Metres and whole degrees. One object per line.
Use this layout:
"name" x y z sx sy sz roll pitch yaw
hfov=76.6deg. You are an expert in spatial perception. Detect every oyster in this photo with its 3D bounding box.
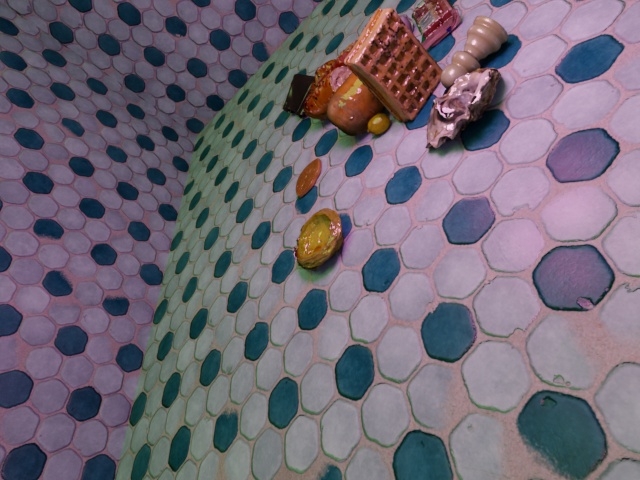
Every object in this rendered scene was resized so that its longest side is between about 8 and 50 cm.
"oyster" 0.498 -0.470 1.413 0.351 0.115 0.238 -51 26 1

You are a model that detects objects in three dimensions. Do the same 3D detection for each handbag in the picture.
"handbag" -0.108 -0.873 2.452 0.285 0.114 0.256 38 100 48

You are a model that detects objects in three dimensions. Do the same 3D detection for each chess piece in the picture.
"chess piece" 0.548 -0.669 1.495 0.251 0.145 0.144 -54 34 16

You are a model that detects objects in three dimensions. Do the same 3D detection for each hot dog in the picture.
"hot dog" 0.056 -0.803 2.104 0.366 0.196 0.366 -24 40 57

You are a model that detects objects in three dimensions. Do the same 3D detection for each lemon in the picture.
"lemon" 0.250 -0.503 1.757 0.111 0.082 0.081 -37 40 30

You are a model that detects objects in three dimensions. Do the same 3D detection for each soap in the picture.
"soap" 0.508 -1.000 1.817 0.218 0.098 0.273 -33 41 30

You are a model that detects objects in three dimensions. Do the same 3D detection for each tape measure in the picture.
"tape measure" 0.363 -1.012 2.008 0.196 0.105 0.178 -16 45 42

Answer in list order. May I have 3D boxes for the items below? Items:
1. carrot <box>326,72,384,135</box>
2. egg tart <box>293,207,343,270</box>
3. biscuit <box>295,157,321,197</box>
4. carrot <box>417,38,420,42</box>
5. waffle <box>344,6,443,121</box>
"carrot" 0.186 -0.639 1.803 0.340 0.224 0.224 -52 34 21
"egg tart" 0.000 0.000 1.659 0.279 0.095 0.278 -34 42 38
"biscuit" -0.062 -0.312 2.027 0.142 0.029 0.220 11 73 52
"carrot" 0.415 -0.801 1.806 0.070 0.070 0.341 -18 49 42
"waffle" 0.288 -0.670 1.585 0.260 0.376 0.114 -57 35 4
